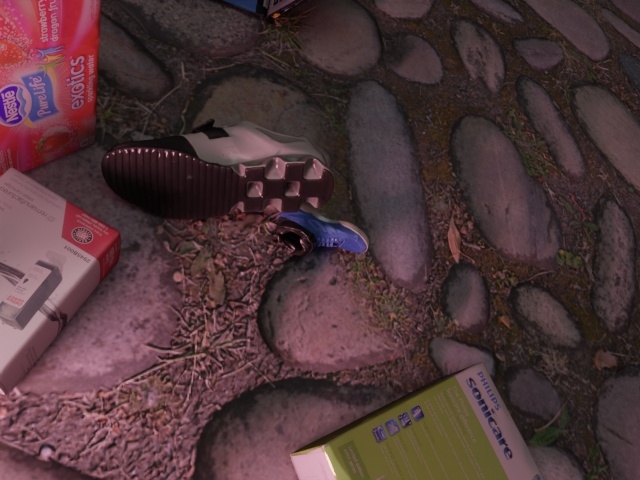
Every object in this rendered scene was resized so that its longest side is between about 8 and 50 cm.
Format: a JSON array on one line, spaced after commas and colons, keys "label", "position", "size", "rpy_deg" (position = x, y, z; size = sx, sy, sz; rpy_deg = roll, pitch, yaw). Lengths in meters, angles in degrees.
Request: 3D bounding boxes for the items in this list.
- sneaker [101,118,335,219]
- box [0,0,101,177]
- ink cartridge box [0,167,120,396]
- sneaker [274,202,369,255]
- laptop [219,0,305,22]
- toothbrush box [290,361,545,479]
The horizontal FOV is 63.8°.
[{"label": "sneaker", "position": [-0.154, -0.119, 0.788], "size": [0.331, 0.122, 0.146], "rpy_deg": [1, 44, -20]}, {"label": "box", "position": [-0.373, -0.223, 0.613], "size": [0.154, 0.300, 0.142], "rpy_deg": [-36, 83, -35]}, {"label": "ink cartridge box", "position": [-0.367, 0.045, 0.603], "size": [0.159, 0.092, 0.217], "rpy_deg": [32, 57, -6]}, {"label": "sneaker", "position": [0.000, 0.001, 0.817], "size": [0.152, 0.058, 0.084], "rpy_deg": [27, 50, -5]}, {"label": "laptop", "position": [-0.110, -0.663, 1.018], "size": [0.236, 0.408, 0.381], "rpy_deg": [38, 47, -46]}, {"label": "toothbrush box", "position": [0.136, 0.316, 0.679], "size": [0.284, 0.122, 0.206], "rpy_deg": [-16, 72, -30]}]
